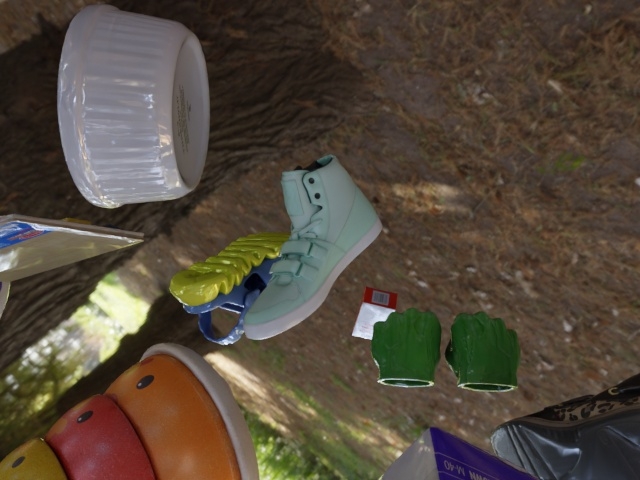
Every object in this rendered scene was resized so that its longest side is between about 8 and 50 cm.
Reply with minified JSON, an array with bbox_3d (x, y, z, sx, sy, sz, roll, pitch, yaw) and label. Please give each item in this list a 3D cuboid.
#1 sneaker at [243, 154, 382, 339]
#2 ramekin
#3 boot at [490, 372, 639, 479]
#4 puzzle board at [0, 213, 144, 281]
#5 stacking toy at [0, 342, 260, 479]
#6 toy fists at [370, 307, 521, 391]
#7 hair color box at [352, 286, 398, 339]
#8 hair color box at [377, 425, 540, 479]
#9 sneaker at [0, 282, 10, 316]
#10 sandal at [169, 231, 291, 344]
[{"bbox_3d":[-0.038,-0.002,0.769,0.094,0.256,0.151,-5,125,50],"label":"sneaker"},{"bbox_3d":[-0.234,-0.175,0.820,0.127,0.272,0.273,3,152,1],"label":"ramekin"},{"bbox_3d":[0.456,0.259,0.900,0.138,0.284,0.377,61,151,14],"label":"boot"},{"bbox_3d":[-0.189,0.005,0.369,0.096,0.128,0.011,14,-117,-64],"label":"puzzle board"},{"bbox_3d":[-0.360,0.380,0.885,0.351,0.480,0.350,17,114,44],"label":"stacking toy"},{"bbox_3d":[0.235,0.205,1.143,0.279,0.142,0.096,2,156,5],"label":"toy fists"},{"bbox_3d":[0.114,0.158,1.284,0.072,0.043,0.141,13,142,1],"label":"hair color box"},{"bbox_3d":[0.062,0.288,0.299,0.110,0.185,0.339,29,-155,-16],"label":"hair color box"},{"bbox_3d":[-0.379,0.020,0.491,0.130,0.322,0.236,8,127,2],"label":"sneaker"},{"bbox_3d":[-0.125,0.075,1.062,0.126,0.317,0.138,3,112,38],"label":"sandal"}]
